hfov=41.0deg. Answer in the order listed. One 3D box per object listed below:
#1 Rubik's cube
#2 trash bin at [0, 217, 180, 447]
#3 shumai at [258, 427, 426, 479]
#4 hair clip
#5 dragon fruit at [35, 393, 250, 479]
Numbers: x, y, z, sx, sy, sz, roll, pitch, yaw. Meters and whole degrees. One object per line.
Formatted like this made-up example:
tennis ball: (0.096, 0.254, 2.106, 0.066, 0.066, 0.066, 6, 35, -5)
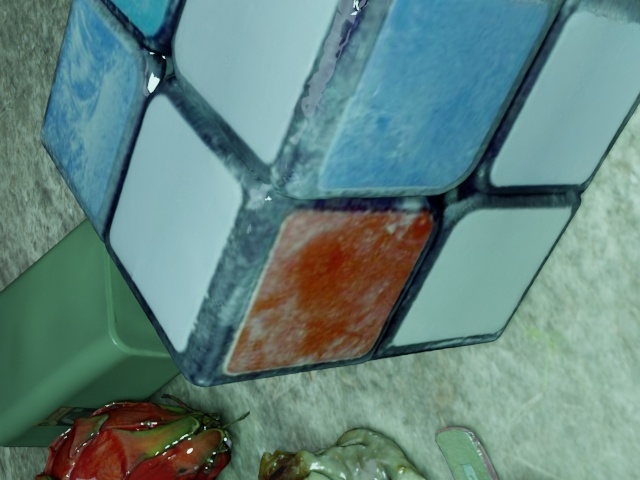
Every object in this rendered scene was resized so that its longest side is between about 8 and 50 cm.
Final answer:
Rubik's cube: (0.009, -0.118, 0.643, 0.318, 0.316, 0.313, 49, 126, 38)
trash bin: (-0.300, 0.116, 1.111, 0.343, 0.158, 0.223, -36, 54, 43)
shumai: (0.015, 0.272, 0.805, 0.201, 0.120, 0.201, -2, 87, 50)
hair clip: (0.134, 0.227, 0.736, 0.054, 0.022, 0.137, -29, 71, 47)
dragon fruit: (-0.200, 0.290, 1.013, 0.293, 0.234, 0.234, -28, 66, 8)
